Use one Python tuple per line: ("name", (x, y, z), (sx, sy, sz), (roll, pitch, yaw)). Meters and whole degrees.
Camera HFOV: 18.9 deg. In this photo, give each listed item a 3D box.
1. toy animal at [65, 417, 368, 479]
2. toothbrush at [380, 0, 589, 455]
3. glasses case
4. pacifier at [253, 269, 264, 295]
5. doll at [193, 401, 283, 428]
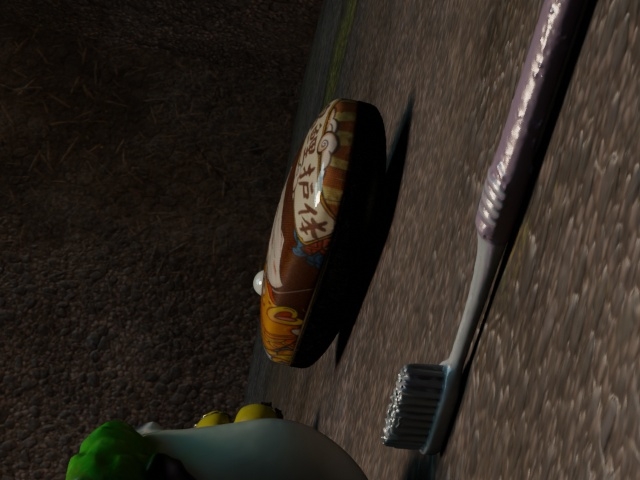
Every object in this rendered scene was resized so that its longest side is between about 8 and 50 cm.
("toy animal", (-0.063, 0.190, 0.975), (0.266, 0.213, 0.212), (-98, 19, -61))
("toothbrush", (0.079, -0.032, 0.839), (0.024, 0.029, 0.354), (-103, 22, -49))
("glasses case", (0.000, 0.000, 1.573), (0.321, 0.082, 0.122), (108, 175, -61))
("pacifier", (-0.033, 0.054, 1.995), (0.081, 0.078, 0.099), (-56, 6, 9))
("doll", (-0.072, 0.242, 1.669), (0.221, 0.143, 0.135), (-72, -32, -65))
